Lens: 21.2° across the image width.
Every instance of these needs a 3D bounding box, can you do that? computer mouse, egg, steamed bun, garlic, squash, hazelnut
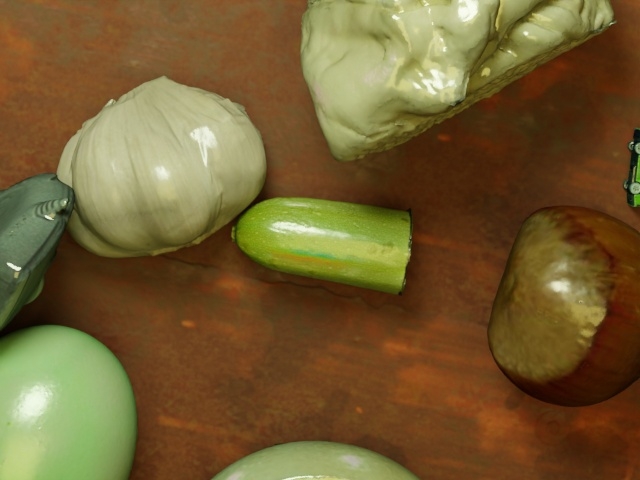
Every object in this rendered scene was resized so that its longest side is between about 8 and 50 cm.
[{"bbox_3d":[-0.379,0.058,1.743,0.371,0.188,0.122,-27,116,25],"label":"computer mouse"},{"bbox_3d":[-0.304,0.217,1.769,0.220,0.220,0.270,33,99,-5],"label":"egg"},{"bbox_3d":[0.113,-0.226,1.696,0.320,0.275,0.206,-25,86,-32],"label":"steamed bun"},{"bbox_3d":[-0.175,-0.066,1.770,0.229,0.143,0.178,-24,100,12],"label":"garlic"},{"bbox_3d":[0.000,0.000,1.798,0.188,0.095,0.095,8,99,-5],"label":"squash"},{"bbox_3d":[0.277,0.072,1.773,0.210,0.186,0.210,-1,82,5],"label":"hazelnut"}]

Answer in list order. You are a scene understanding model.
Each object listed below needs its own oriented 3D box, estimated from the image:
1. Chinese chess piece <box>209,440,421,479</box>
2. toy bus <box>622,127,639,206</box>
[{"bbox_3d":[-0.005,0.388,1.837,0.349,0.146,0.349,0,98,-1],"label":"Chinese chess piece"},{"bbox_3d":[0.347,-0.078,1.826,0.037,0.031,0.083,4,99,-8],"label":"toy bus"}]
